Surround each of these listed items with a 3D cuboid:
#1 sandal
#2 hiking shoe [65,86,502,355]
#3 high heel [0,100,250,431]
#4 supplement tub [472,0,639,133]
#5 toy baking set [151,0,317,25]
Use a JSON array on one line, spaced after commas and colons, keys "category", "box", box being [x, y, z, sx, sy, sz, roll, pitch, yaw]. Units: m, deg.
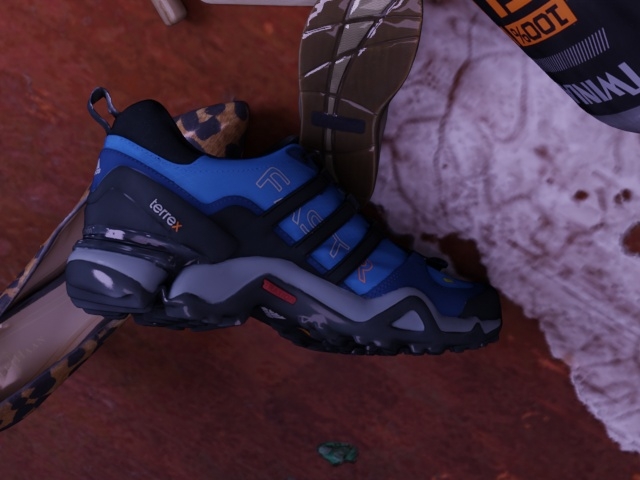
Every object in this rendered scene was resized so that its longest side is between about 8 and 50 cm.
[{"category": "sandal", "box": [0.022, -0.098, 0.610, 0.072, 0.049, 0.180, 15, 129, 6]}, {"category": "hiking shoe", "box": [0.000, 0.000, 0.586, 0.304, 0.113, 0.132, 13, 77, -32]}, {"category": "high heel", "box": [-0.144, 0.021, 0.604, 0.093, 0.186, 0.261, 43, 112, -9]}, {"category": "supplement tub", "box": [0.147, -0.189, 0.469, 0.316, 0.193, 0.193, 41, 112, -9]}, {"category": "toy baking set", "box": [-0.052, -0.224, 0.572, 0.196, 0.030, 0.256, -19, 109, 15]}]
